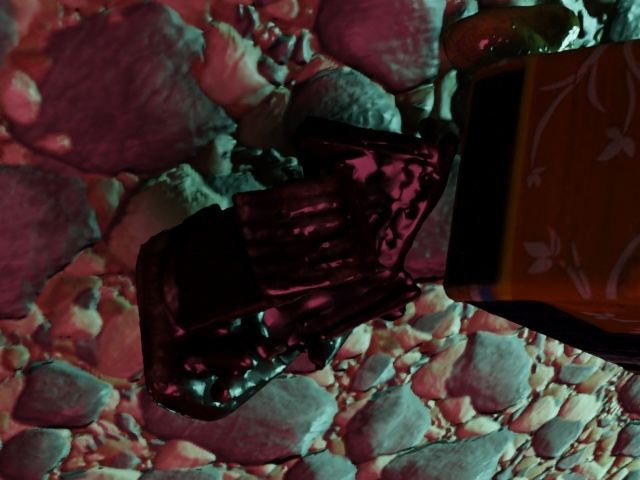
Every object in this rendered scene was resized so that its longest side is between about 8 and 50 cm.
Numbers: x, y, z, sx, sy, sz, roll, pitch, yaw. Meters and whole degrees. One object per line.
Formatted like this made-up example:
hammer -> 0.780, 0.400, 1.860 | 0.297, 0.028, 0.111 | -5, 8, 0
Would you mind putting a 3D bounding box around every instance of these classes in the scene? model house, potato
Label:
model house -> 0.002, 0.010, 0.537 | 0.164, 0.203, 0.141 | -19, 103, 24
potato -> 0.117, -0.119, 0.586 | 0.092, 0.045, 0.046 | -12, 101, -24

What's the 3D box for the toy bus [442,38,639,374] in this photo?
toy bus -> 0.234, 0.003, 0.602 | 0.323, 0.194, 0.161 | 23, 72, -47
